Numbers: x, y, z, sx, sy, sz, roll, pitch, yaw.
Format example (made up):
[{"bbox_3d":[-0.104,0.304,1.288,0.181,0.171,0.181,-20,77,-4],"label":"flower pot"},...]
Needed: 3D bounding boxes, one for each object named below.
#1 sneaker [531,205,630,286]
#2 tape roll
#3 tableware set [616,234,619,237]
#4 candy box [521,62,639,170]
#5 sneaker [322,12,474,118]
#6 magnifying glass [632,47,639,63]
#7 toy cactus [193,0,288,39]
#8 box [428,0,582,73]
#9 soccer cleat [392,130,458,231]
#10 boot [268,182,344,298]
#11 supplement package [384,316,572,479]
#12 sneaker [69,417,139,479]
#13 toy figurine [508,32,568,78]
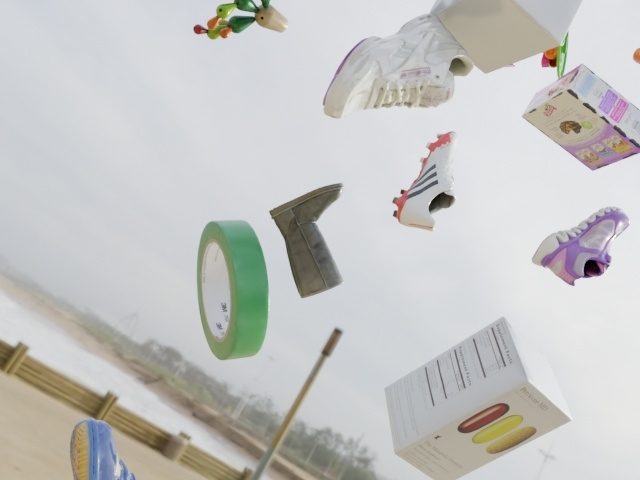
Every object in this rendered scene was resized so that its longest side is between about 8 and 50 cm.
[{"bbox_3d":[0.513,0.017,1.285,0.104,0.236,0.095,50,-31,29],"label":"sneaker"},{"bbox_3d":[-0.209,0.113,1.572,0.077,0.322,0.321,-4,-1,-26],"label":"tape roll"},{"bbox_3d":[0.688,0.002,1.668,0.024,0.104,0.154,52,-41,11],"label":"tableware set"},{"bbox_3d":[0.527,-0.237,1.339,0.196,0.070,0.165,36,-14,-7],"label":"candy box"},{"bbox_3d":[0.137,-0.275,1.133,0.152,0.305,0.114,47,-27,14],"label":"sneaker"},{"bbox_3d":[0.448,-0.192,0.815,0.231,0.092,0.026,-103,-175,-57],"label":"magnifying glass"},{"bbox_3d":[-0.150,-0.492,1.422,0.180,0.219,0.112,18,33,-42],"label":"toy cactus"},{"bbox_3d":[0.375,-0.510,1.226,0.168,0.345,0.215,33,-12,-19],"label":"box"},{"bbox_3d":[0.080,-0.040,0.464,0.035,0.083,0.029,24,-28,23],"label":"soccer cleat"},{"bbox_3d":[0.001,-0.001,1.463,0.209,0.189,0.076,66,12,3],"label":"boot"},{"bbox_3d":[0.243,0.259,1.081,0.139,0.244,0.134,39,26,-29],"label":"supplement package"},{"bbox_3d":[-0.259,0.365,0.923,0.112,0.130,0.297,-145,-133,-63],"label":"sneaker"},{"bbox_3d":[0.448,-0.437,1.466,0.159,0.173,0.130,8,-6,24],"label":"toy figurine"}]
